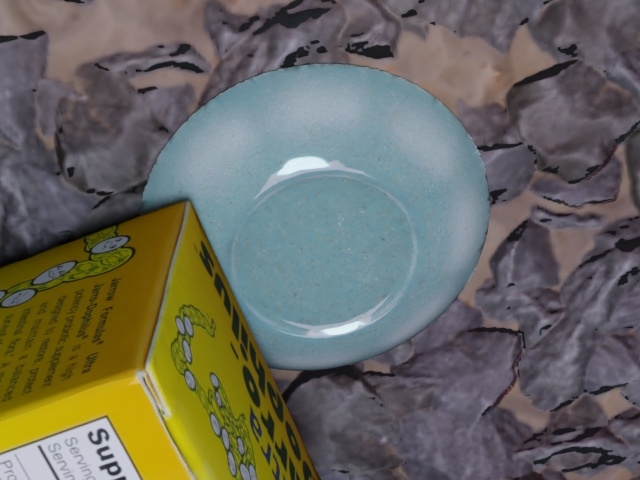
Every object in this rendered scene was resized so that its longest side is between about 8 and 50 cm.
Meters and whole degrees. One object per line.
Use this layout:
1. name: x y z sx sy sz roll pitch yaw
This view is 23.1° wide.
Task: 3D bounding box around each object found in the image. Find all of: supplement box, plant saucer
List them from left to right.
1. supplement box: -0.196 0.153 0.784 0.357 0.195 0.194 -19 112 9
2. plant saucer: 0.000 0.000 0.845 0.195 0.037 0.195 -4 120 -6
